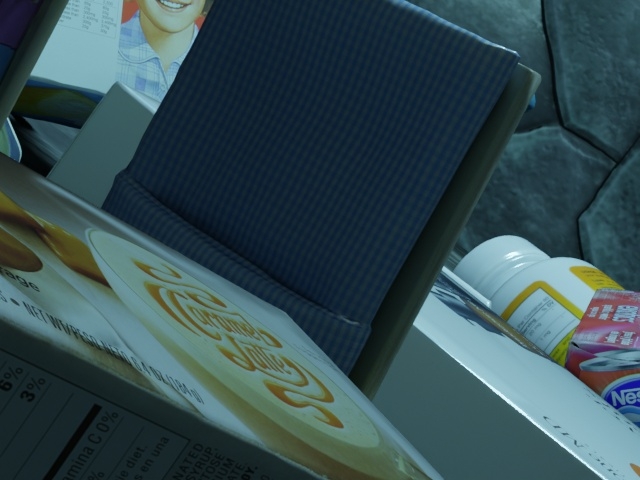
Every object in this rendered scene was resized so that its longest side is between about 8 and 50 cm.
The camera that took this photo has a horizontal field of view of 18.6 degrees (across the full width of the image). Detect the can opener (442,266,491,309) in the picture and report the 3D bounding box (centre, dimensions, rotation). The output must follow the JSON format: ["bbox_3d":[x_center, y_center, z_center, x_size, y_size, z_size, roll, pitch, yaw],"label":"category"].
[{"bbox_3d":[0.000,0.000,1.413,0.283,0.076,0.095,37,5,19],"label":"can opener"}]

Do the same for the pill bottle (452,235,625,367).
[{"bbox_3d":[0.202,0.098,1.516,0.136,0.136,0.246,31,8,-44],"label":"pill bottle"}]

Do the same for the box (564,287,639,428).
[{"bbox_3d":[0.222,0.113,1.252,0.122,0.128,0.257,6,7,11],"label":"box"}]

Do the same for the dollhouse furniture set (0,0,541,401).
[{"bbox_3d":[-0.065,-0.082,0.685,0.303,0.286,0.198,33,9,28],"label":"dollhouse furniture set"}]

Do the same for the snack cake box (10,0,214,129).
[{"bbox_3d":[-0.109,-0.141,1.083,0.264,0.152,0.089,11,-12,-36],"label":"snack cake box"}]

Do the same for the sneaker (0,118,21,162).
[{"bbox_3d":[-0.214,-0.087,0.919,0.192,0.064,0.086,44,7,17],"label":"sneaker"}]

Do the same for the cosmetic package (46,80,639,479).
[{"bbox_3d":[0.060,0.084,1.017,0.377,0.097,0.284,39,9,24],"label":"cosmetic package"}]

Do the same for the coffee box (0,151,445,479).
[{"bbox_3d":[-0.084,0.042,0.463,0.246,0.098,0.141,32,7,-40],"label":"coffee box"}]
